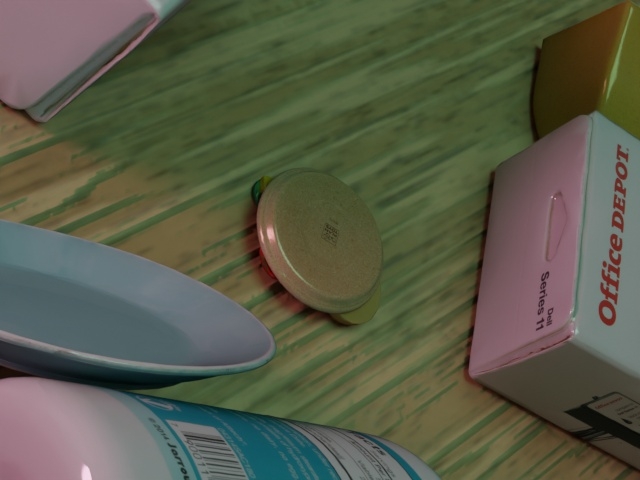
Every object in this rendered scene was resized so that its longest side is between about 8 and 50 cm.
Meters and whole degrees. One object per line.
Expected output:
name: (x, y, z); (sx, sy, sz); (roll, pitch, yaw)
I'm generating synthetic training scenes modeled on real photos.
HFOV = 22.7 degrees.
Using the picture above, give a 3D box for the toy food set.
toy food set: (0.000, 0.000, 0.826); (0.083, 0.020, 0.082); (17, 59, -32)

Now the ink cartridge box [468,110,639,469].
ink cartridge box: (0.193, 0.044, 0.917); (0.208, 0.087, 0.153); (30, 53, -26)

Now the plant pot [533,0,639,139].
plant pot: (0.178, -0.081, 0.974); (0.081, 0.081, 0.083); (34, 62, -22)

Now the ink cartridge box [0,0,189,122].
ink cartridge box: (-0.097, -0.227, 0.786); (0.211, 0.121, 0.289); (49, 47, -11)

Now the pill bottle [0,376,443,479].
pill bottle: (-0.034, 0.141, 0.627); (0.264, 0.146, 0.146); (18, 58, -47)

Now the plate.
plate: (-0.110, 0.026, 0.643); (0.188, 0.188, 0.024); (10, 101, -36)
